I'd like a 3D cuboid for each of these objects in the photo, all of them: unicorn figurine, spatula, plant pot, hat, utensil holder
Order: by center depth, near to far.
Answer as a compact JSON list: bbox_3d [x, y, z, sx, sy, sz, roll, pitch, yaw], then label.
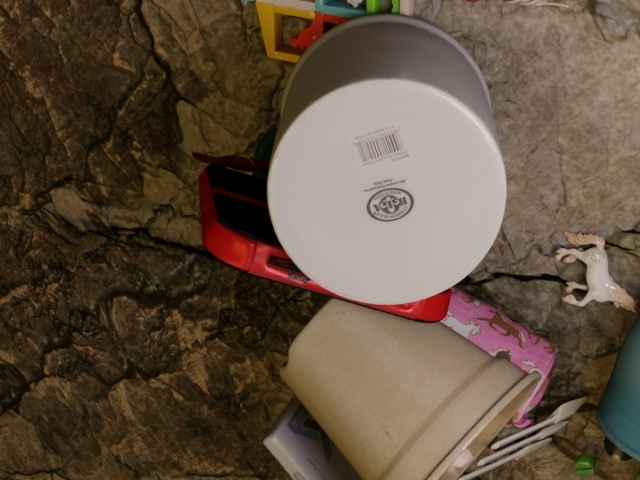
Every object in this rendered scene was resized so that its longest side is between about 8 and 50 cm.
[{"bbox_3d":[0.092,-0.122,1.512,0.328,0.385,0.327,1,113,3],"label":"utensil holder"},{"bbox_3d":[0.570,0.179,1.591,0.272,0.272,0.255,16,113,21],"label":"plant pot"},{"bbox_3d":[0.117,0.229,1.668,0.305,0.334,0.334,42,133,17],"label":"plant pot"},{"bbox_3d":[0.439,0.063,1.712,0.111,0.060,0.162,-6,117,34],"label":"unicorn figurine"},{"bbox_3d":[-0.088,-0.085,1.842,0.208,0.183,0.173,21,126,18],"label":"hat"},{"bbox_3d":[0.347,0.344,1.847,0.019,0.242,0.168,58,140,25],"label":"spatula"}]

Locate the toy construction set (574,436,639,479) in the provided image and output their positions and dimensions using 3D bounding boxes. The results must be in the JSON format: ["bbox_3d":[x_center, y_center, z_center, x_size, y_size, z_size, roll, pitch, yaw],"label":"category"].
[{"bbox_3d":[0.592,0.457,1.762,0.309,0.237,0.257,41,131,0],"label":"toy construction set"}]

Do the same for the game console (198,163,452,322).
[{"bbox_3d":[0.000,0.000,1.673,0.387,0.342,0.060,17,106,-15],"label":"game console"}]

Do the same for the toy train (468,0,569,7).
[{"bbox_3d":[0.233,-0.409,1.512,0.248,0.105,0.143,9,107,19],"label":"toy train"}]

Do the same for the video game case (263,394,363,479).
[{"bbox_3d":[0.060,0.376,1.961,0.036,0.329,0.300,-32,100,33],"label":"video game case"}]

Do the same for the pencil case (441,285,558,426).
[{"bbox_3d":[0.216,0.171,1.850,0.386,0.160,0.167,27,130,12],"label":"pencil case"}]

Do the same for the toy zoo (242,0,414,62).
[{"bbox_3d":[0.007,-0.366,1.704,0.293,0.030,0.192,14,126,22],"label":"toy zoo"}]
